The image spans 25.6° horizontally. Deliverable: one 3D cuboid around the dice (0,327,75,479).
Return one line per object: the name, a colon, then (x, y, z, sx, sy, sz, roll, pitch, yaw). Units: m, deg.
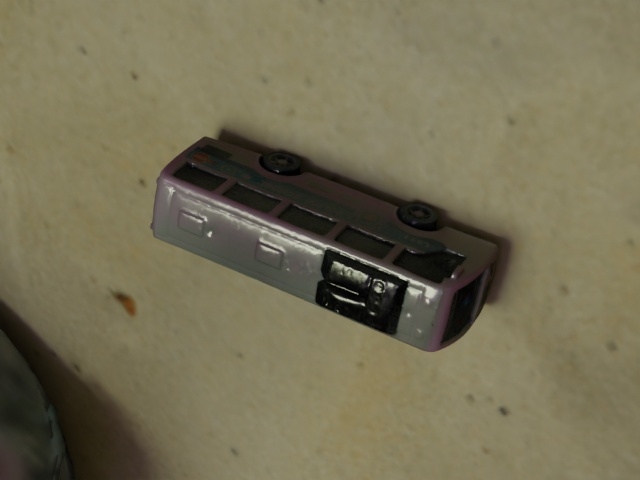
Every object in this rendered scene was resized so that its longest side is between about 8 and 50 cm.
dice: (-0.296, 0.148, 0.645, 0.270, 0.270, 0.271, 42, 128, 1)

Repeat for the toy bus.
toy bus: (0.000, 0.000, 0.541, 0.130, 0.052, 0.037, 22, 122, 17)
